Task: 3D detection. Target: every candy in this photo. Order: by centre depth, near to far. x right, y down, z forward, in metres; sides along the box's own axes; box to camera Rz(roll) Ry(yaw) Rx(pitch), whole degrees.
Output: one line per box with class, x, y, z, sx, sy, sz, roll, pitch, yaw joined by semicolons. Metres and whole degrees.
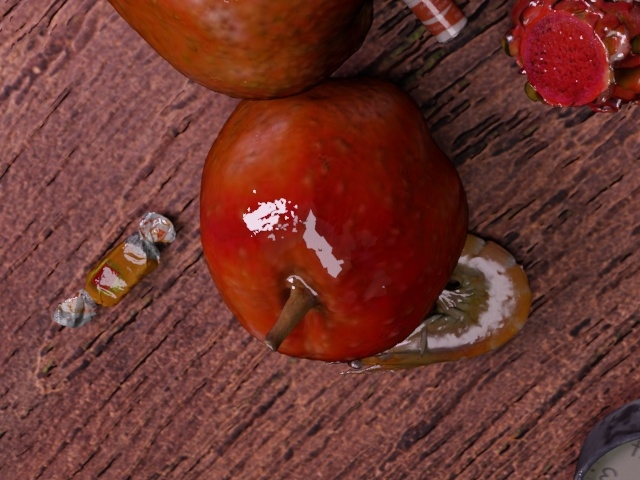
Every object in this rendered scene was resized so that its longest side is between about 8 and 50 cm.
candy;-0.227;0.035;1.531;0.053;0.046;0.182;43;108;-13

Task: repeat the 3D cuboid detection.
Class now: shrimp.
shrimp;0.113;0.081;1.520;0.249;0.068;0.150;-29;100;13

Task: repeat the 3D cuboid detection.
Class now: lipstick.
lipstick;0.092;-0.254;1.351;0.038;0.038;0.130;-37;109;21

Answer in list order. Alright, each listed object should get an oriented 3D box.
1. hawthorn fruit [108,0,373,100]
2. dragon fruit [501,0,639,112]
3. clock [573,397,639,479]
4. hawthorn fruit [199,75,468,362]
hawthorn fruit;-0.100;-0.299;1.213;0.369;0.285;0.284;33;116;1
dragon fruit;0.284;-0.185;1.328;0.208;0.150;0.133;10;148;-8
clock;0.442;0.314;1.550;0.325;0.067;0.325;14;127;19
hawthorn fruit;0.000;0.000;1.335;0.287;0.330;0.287;9;126;12
